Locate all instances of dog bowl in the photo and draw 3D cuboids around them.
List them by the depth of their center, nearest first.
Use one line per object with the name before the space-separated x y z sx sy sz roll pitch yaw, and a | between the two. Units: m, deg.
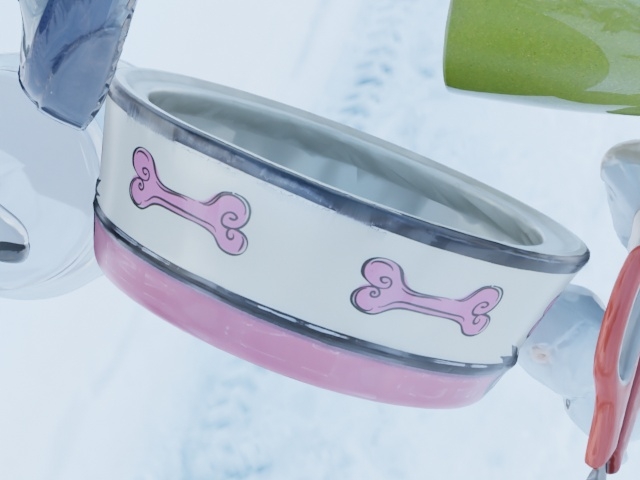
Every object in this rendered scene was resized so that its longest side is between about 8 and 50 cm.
dog bowl | 0.000 0.000 1.419 0.408 0.408 0.150 28 102 36

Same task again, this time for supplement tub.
supplement tub | -0.272 -0.069 1.756 0.241 0.241 0.331 -9 4 9

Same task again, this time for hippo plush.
hippo plush | 0.304 0.064 1.626 0.236 0.294 0.234 -43 22 22

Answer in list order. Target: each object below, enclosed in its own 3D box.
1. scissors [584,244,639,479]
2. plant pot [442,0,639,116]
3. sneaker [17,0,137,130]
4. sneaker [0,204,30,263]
scissors | 0.172 0.146 1.118 0.021 0.109 0.297 14 73 31
plant pot | 0.285 -0.212 1.454 0.293 0.275 0.275 18 54 13
sneaker | -0.124 -0.204 0.763 0.131 0.319 0.112 8 24 -8
sneaker | -0.324 -0.094 1.386 0.145 0.270 0.090 -63 19 -1
